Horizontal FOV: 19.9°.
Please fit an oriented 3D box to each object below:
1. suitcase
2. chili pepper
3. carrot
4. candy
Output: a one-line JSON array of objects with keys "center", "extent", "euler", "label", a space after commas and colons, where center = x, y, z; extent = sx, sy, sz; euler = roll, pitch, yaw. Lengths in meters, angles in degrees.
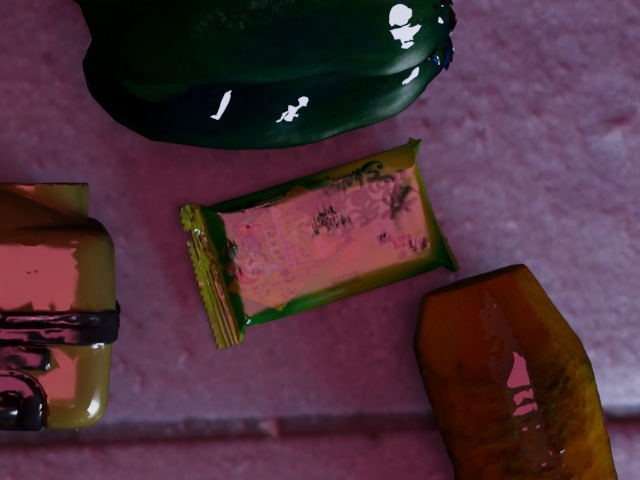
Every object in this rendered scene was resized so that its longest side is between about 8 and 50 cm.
[{"center": [-0.218, 0.033, 1.101], "extent": [0.193, 0.235, 0.143], "euler": [2, 92, -9], "label": "suitcase"}, {"center": [-0.039, -0.180, 1.133], "extent": [0.256, 0.248, 0.233], "euler": [-13, 68, -5], "label": "chili pepper"}, {"center": [0.147, 0.166, 1.227], "extent": [0.114, 0.114, 0.302], "euler": [-18, 96, -8], "label": "carrot"}, {"center": [0.000, 0.000, 1.238], "extent": [0.178, 0.032, 0.102], "euler": [-17, 94, -8], "label": "candy"}]
